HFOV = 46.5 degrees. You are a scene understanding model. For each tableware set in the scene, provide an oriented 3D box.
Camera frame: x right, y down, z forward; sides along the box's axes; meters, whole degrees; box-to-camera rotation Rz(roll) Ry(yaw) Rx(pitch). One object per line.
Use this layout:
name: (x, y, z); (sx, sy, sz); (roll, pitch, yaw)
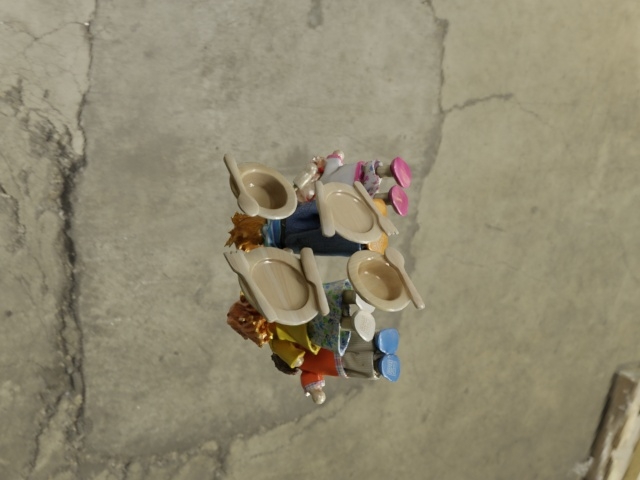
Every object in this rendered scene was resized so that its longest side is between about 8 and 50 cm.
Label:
tableware set: (0.000, 0.000, 0.556); (0.168, 0.141, 0.020); (4, 140, -34)

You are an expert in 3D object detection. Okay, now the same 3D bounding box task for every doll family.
doll family: (-0.016, 0.019, 0.713); (0.118, 0.163, 0.263); (25, 66, -51)
